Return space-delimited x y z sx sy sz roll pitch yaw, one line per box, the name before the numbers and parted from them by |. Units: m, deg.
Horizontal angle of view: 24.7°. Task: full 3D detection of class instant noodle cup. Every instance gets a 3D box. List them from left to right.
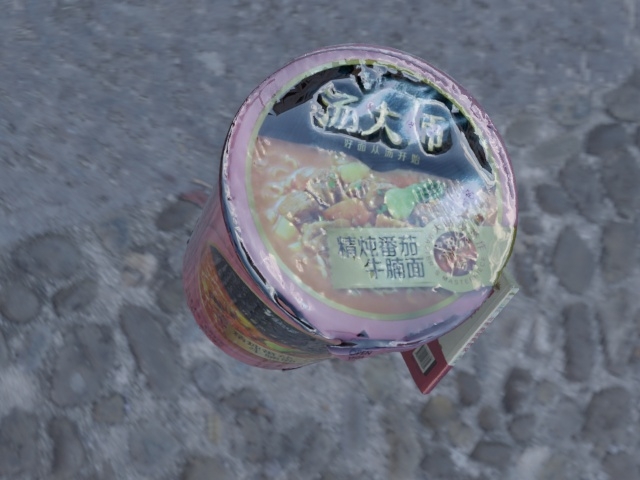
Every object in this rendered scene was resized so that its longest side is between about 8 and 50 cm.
instant noodle cup | 0.000 0.000 1.165 0.244 0.255 0.243 6 71 -18

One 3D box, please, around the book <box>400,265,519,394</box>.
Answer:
book | 0.175 0.082 2.044 0.022 0.162 0.232 6 134 -38
